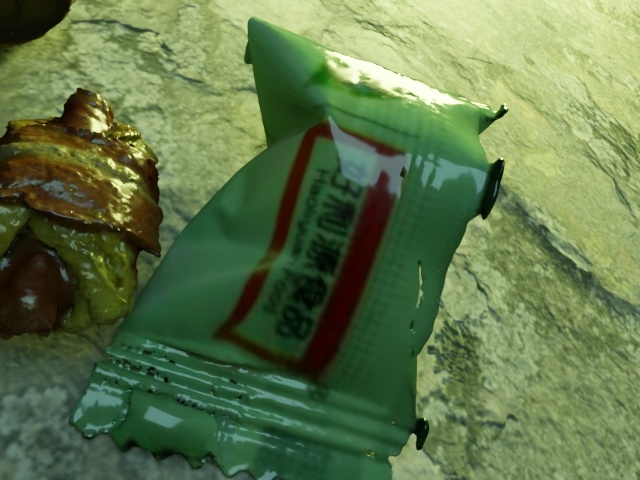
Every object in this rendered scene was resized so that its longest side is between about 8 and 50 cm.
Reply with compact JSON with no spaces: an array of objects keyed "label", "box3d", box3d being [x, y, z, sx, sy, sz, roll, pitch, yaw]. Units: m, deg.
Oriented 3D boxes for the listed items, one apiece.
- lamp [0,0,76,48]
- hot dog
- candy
[{"label":"lamp","box3d":[-0.310,-0.267,0.464,0.161,0.161,0.185,-33,79,-37]},{"label":"hot dog","box3d":[-0.190,-0.029,0.396,0.146,0.103,0.213,-3,58,-7]},{"label":"candy","box3d":[-0.002,0.002,0.469,0.263,0.172,0.397,19,74,-2]}]
